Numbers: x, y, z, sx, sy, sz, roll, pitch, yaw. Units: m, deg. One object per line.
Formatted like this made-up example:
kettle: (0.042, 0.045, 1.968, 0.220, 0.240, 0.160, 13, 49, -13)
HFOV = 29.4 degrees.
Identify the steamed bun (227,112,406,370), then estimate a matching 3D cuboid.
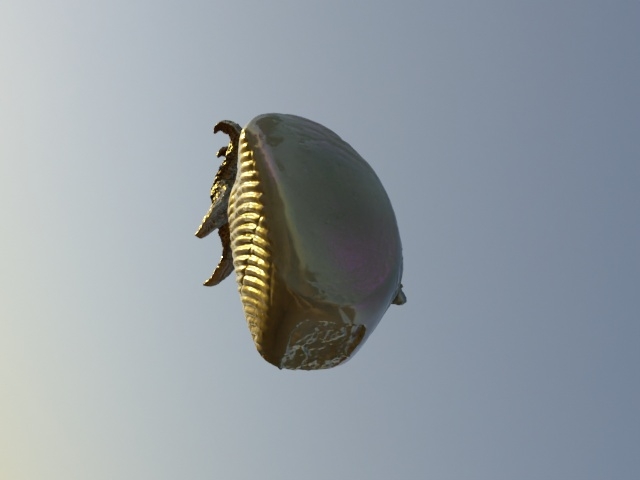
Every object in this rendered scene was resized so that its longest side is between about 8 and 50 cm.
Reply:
steamed bun: (0.000, 0.000, 1.152, 0.170, 0.153, 0.238, 110, -25, -49)

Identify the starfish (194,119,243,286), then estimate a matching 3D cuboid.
starfish: (-0.126, -0.051, 1.658, 0.238, 0.071, 0.216, -53, 140, -74)
